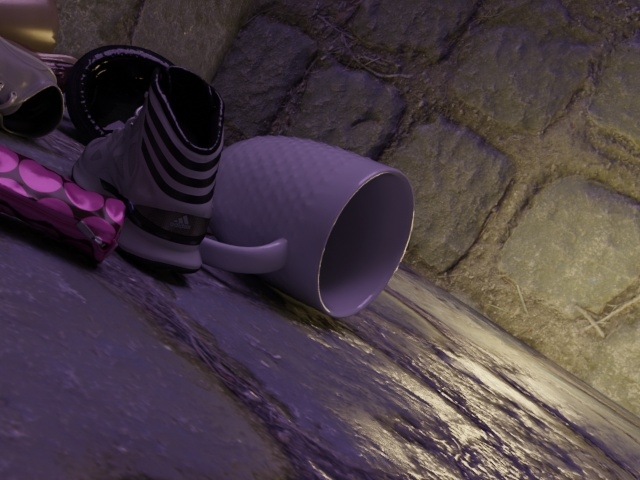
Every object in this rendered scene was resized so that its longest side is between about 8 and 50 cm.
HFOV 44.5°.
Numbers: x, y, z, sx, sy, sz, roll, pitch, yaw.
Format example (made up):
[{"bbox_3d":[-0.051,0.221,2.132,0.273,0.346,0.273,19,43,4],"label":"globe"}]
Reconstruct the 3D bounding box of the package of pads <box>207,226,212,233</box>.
[{"bbox_3d":[-0.227,-0.036,1.551,0.050,0.032,0.083,31,6,20],"label":"package of pads"}]

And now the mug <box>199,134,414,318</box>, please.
[{"bbox_3d":[-0.074,-0.035,1.371,0.328,0.276,0.374,25,32,32],"label":"mug"}]

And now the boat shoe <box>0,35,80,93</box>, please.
[{"bbox_3d":[-0.654,-0.370,1.817,0.123,0.123,0.342,-11,-12,32],"label":"boat shoe"}]

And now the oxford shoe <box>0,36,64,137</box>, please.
[{"bbox_3d":[-0.573,-0.267,1.273,0.130,0.169,0.449,55,13,16],"label":"oxford shoe"}]

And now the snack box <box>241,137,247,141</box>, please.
[{"bbox_3d":[-0.211,-0.179,2.111,0.070,0.174,0.207,27,6,-18],"label":"snack box"}]

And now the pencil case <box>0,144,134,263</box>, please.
[{"bbox_3d":[-0.331,-0.048,0.909,0.209,0.095,0.098,25,23,-25],"label":"pencil case"}]

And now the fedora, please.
[{"bbox_3d":[-0.453,-0.296,1.851,0.334,0.333,0.153,27,-28,-26],"label":"fedora"}]

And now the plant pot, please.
[{"bbox_3d":[-0.880,-0.583,2.049,0.257,0.256,0.274,32,22,18],"label":"plant pot"}]

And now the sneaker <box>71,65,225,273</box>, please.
[{"bbox_3d":[-0.245,-0.146,1.204,0.169,0.257,0.447,14,14,-33],"label":"sneaker"}]
